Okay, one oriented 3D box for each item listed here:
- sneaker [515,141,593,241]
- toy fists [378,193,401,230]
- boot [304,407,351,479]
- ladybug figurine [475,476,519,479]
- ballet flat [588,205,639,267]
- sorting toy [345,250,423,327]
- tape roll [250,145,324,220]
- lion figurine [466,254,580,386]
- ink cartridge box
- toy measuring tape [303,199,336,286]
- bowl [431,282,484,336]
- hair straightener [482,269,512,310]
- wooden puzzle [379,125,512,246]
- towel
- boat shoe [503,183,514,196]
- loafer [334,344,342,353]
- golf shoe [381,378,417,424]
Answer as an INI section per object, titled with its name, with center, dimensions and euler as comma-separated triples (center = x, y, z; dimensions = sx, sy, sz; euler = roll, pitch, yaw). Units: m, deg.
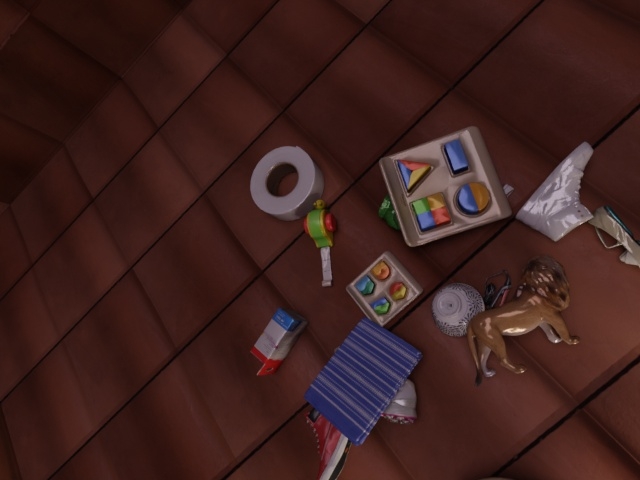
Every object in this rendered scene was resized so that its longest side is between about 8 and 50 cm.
[sneaker]
center = 0.752, -0.136, 1.244
dimensions = 0.169, 0.108, 0.292
euler = 42, 104, 25
[toy fists]
center = 0.319, -0.167, 1.439
dimensions = 0.142, 0.096, 0.279
euler = 27, 86, 23
[boot]
center = 0.002, 0.662, 1.361
dimensions = 0.176, 0.088, 0.244
euler = 18, 77, 28
[ladybug figurine]
center = 0.544, 0.786, 1.044
dimensions = 0.449, 0.162, 0.305
euler = 37, 93, 27
[ballet flat]
center = 0.861, 0.013, 1.173
dimensions = 0.086, 0.086, 0.248
euler = -36, 63, 11
[sorting toy]
center = 0.213, 0.165, 1.426
dimensions = 0.208, 0.038, 0.193
euler = -42, 64, 8
[tape roll]
center = -0.132, -0.225, 1.648
dimensions = 0.287, 0.100, 0.285
euler = -7, 73, 22
[lion figurine]
center = 0.551, 0.222, 1.182
dimensions = 0.392, 0.142, 0.240
euler = -30, 83, -3
[ink cartridge box]
center = -0.155, 0.360, 1.479
dimensions = 0.078, 0.134, 0.231
euler = 34, 90, 26
[toy measuring tape]
center = 0.000, 0.000, 1.522
dimensions = 0.122, 0.121, 0.329
euler = -9, 73, 21
[bowl]
center = 0.409, 0.205, 1.286
dimensions = 0.170, 0.080, 0.170
euler = -16, 62, 32
[hair straightener]
center = 0.517, 0.193, 1.279
dimensions = 0.089, 0.047, 0.230
euler = 20, 90, 27
[wooden puzzle]
center = 0.395, -0.180, 1.331
dimensions = 0.348, 0.080, 0.321
euler = -18, 78, 6
[towel]
center = 0.131, 0.428, 1.306
dimensions = 0.243, 0.040, 0.336
euler = 28, 69, 36
[boat shoe]
center = 0.588, -0.135, 1.348
dimensions = 0.035, 0.035, 0.100
euler = 40, 87, 30
[loafer]
center = 0.110, 0.370, 1.421
dimensions = 0.125, 0.039, 0.045
euler = -13, 104, 23
[golf shoe]
center = 0.161, 0.491, 1.335
dimensions = 0.307, 0.115, 0.140
euler = 3, 62, 22
